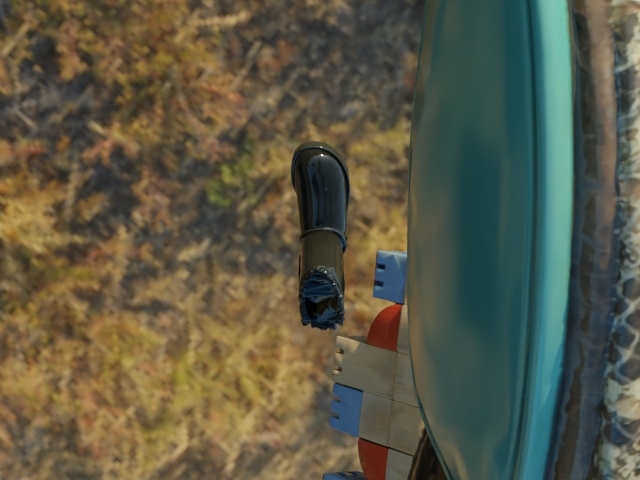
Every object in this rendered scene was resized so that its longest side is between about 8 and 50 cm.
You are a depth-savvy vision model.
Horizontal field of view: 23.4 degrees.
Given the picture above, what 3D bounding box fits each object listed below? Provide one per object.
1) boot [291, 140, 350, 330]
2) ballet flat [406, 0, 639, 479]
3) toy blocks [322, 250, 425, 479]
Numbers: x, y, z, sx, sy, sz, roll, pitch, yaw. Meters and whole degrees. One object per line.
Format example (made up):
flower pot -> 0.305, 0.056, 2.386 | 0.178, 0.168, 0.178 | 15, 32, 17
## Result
boot -> -0.001, 0.000, 1.167 | 0.099, 0.045, 0.121 | -84, 170, -50
ballet flat -> 0.093, 0.102, 0.541 | 0.182, 0.164, 0.483 | 3, 113, -15
toy blocks -> 0.116, 0.160, 1.541 | 0.190, 0.261, 0.382 | 2, 96, -39
